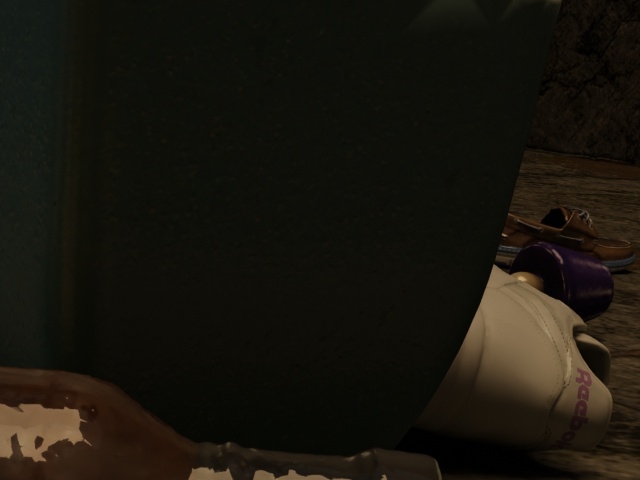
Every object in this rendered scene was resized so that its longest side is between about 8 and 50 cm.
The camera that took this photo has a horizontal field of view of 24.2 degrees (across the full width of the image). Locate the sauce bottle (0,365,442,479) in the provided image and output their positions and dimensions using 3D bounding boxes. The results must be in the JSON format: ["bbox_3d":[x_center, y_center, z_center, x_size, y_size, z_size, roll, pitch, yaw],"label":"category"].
[{"bbox_3d":[-0.134,0.089,0.478,0.344,0.111,0.111,5,8,-3],"label":"sauce bottle"}]

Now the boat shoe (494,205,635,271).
[{"bbox_3d":[0.268,-0.003,1.626,0.183,0.066,0.066,2,9,-26],"label":"boat shoe"}]

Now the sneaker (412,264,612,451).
[{"bbox_3d":[0.088,0.067,0.929,0.152,0.114,0.305,18,10,-9],"label":"sneaker"}]

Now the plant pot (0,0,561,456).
[{"bbox_3d":[-0.070,-0.005,0.696,0.247,0.252,0.248,-1,10,-37],"label":"plant pot"}]

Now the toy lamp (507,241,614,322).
[{"bbox_3d":[0.113,0.039,1.168,0.275,0.080,0.080,2,8,-32],"label":"toy lamp"}]
